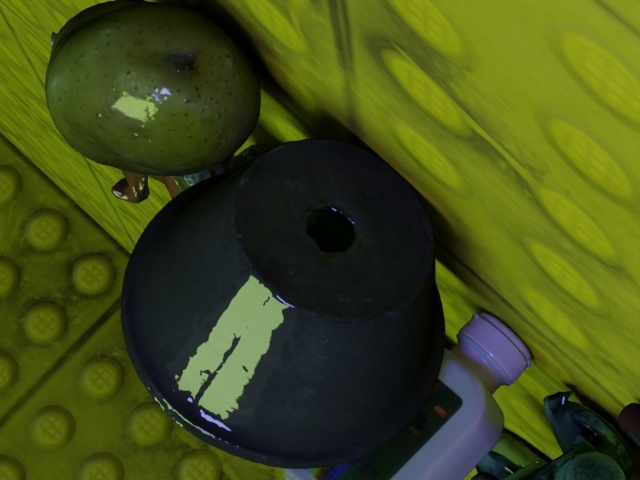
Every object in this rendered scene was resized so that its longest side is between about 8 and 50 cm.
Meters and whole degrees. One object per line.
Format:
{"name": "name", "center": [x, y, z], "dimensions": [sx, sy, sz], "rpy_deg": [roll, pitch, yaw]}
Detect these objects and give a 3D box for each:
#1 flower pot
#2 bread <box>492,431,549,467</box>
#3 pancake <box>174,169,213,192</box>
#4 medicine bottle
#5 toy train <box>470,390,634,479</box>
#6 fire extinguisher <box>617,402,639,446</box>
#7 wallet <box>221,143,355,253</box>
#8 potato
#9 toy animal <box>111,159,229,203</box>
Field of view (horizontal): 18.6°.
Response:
{"name": "flower pot", "center": [-0.012, 0.026, 1.512], "dimensions": [0.269, 0.269, 0.166], "rpy_deg": [43, 150, 11]}
{"name": "bread", "center": [0.261, 0.297, 2.054], "dimensions": [0.267, 0.040, 0.267], "rpy_deg": [43, 170, 9]}
{"name": "pancake", "center": [-0.044, 0.017, 1.762], "dimensions": [0.253, 0.037, 0.253], "rpy_deg": [46, 175, 5]}
{"name": "medicine bottle", "center": [0.081, 0.155, 1.624], "dimensions": [0.115, 0.219, 0.078], "rpy_deg": [36, 167, 45]}
{"name": "toy train", "center": [0.211, 0.274, 1.678], "dimensions": [0.237, 0.150, 0.369], "rpy_deg": [43, 158, 1]}
{"name": "fire extinguisher", "center": [0.264, 0.162, 1.448], "dimensions": [0.100, 0.032, 0.046], "rpy_deg": [44, 163, 42]}
{"name": "wallet", "center": [0.001, 0.000, 1.794], "dimensions": [0.202, 0.059, 0.141], "rpy_deg": [47, 176, -12]}
{"name": "potato", "center": [-0.134, -0.126, 1.572], "dimensions": [0.169, 0.144, 0.248], "rpy_deg": [7, 178, -19]}
{"name": "toy animal", "center": [-0.174, -0.095, 2.046], "dimensions": [0.312, 0.097, 0.157], "rpy_deg": [37, 162, 32]}
